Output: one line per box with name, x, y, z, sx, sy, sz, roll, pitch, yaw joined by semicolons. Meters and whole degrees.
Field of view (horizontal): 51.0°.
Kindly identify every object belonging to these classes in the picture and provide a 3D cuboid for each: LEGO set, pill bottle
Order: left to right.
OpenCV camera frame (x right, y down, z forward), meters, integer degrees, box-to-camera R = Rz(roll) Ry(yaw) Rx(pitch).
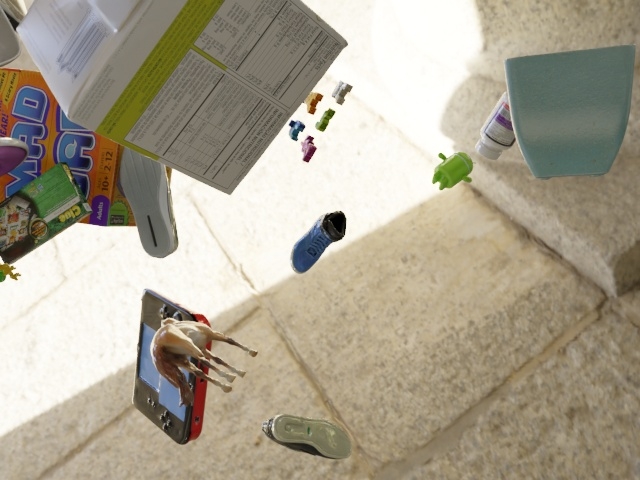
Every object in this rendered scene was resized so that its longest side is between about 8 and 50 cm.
LEGO set;-0.021;-0.323;1.689;0.227;0.087;0.093;-57;31;22
pill bottle;0.550;-0.341;2.017;0.108;0.108;0.193;-105;33;-44

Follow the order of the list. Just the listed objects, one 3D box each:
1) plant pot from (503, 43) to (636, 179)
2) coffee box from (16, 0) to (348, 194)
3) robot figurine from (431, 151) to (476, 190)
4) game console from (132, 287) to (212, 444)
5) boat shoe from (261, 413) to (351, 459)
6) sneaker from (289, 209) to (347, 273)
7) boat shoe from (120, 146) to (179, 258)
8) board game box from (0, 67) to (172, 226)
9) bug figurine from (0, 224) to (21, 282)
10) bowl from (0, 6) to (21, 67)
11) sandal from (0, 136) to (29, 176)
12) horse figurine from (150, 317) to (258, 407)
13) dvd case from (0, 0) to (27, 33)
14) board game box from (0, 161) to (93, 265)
plant pot;0.533;-0.259;1.442;0.247;0.248;0.252;-3;94;18
coffee box;-0.231;-0.340;1.116;0.338;0.334;0.337;-51;50;13
robot figurine;0.325;-0.173;1.646;0.115;0.067;0.101;-36;66;-16
game console;-0.442;0.360;1.941;0.342;0.060;0.386;17;103;42
boat shoe;-0.029;0.467;1.596;0.079;0.233;0.083;-34;40;48
sneaker;-0.001;-0.001;1.348;0.152;0.058;0.085;-53;15;-26
boat shoe;-0.416;-0.103;1.647;0.109;0.094;0.302;-9;89;5
board game box;-0.629;-0.233;1.804;0.357;0.356;0.355;9;92;10
bug figurine;-0.687;0.038;1.199;0.279;0.216;0.072;-29;45;-7
bowl;-0.429;-0.244;0.753;0.053;0.142;0.142;-24;11;35
sandal;-0.828;-0.119;1.559;0.417;0.169;0.102;-23;84;23
horse figurine;-0.203;0.177;1.066;0.175;0.263;0.066;27;98;4
dvd case;-0.700;-0.552;1.397;0.030;0.238;0.179;-26;70;6
board game box;-0.660;-0.060;1.552;0.260;0.030;0.136;-29;86;15
